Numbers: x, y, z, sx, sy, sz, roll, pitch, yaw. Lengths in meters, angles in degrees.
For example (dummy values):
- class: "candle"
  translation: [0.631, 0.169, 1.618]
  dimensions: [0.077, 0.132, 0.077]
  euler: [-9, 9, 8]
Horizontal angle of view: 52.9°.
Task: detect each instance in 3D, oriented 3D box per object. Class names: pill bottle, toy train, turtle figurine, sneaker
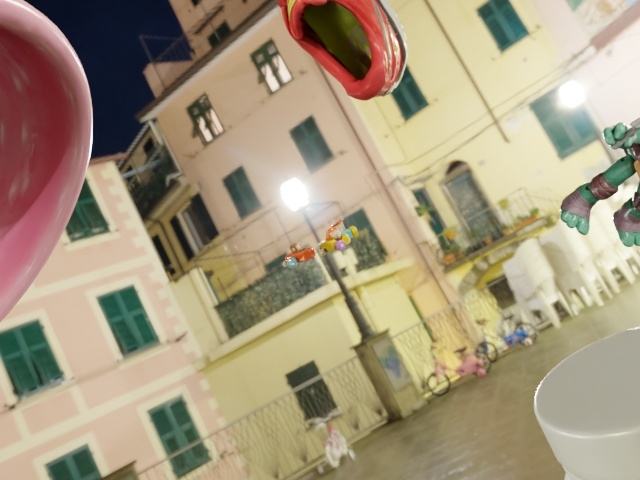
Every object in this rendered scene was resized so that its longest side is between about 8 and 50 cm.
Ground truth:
- class: "pill bottle"
  translation: [0.349, 0.269, 0.571]
  dimensions: [0.204, 0.361, 0.204]
  euler: [-28, 6, 3]
- class: "toy train"
  translation: [0.000, 0.000, 1.214]
  dimensions: [0.125, 0.046, 0.166]
  euler: [-16, 8, 28]
- class: "turtle figurine"
  translation: [0.382, -0.085, 0.718]
  dimensions: [0.118, 0.175, 0.234]
  euler: [-60, -3, -35]
- class: "sneaker"
  translation: [-0.010, -0.258, 0.628]
  dimensions: [0.107, 0.279, 0.118]
  euler: [-34, 16, 32]

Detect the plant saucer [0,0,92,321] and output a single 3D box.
- class: "plant saucer"
  translation: [-0.288, -0.018, 0.402]
  dimensions: [0.332, 0.084, 0.332]
  euler: [-57, -8, -13]
